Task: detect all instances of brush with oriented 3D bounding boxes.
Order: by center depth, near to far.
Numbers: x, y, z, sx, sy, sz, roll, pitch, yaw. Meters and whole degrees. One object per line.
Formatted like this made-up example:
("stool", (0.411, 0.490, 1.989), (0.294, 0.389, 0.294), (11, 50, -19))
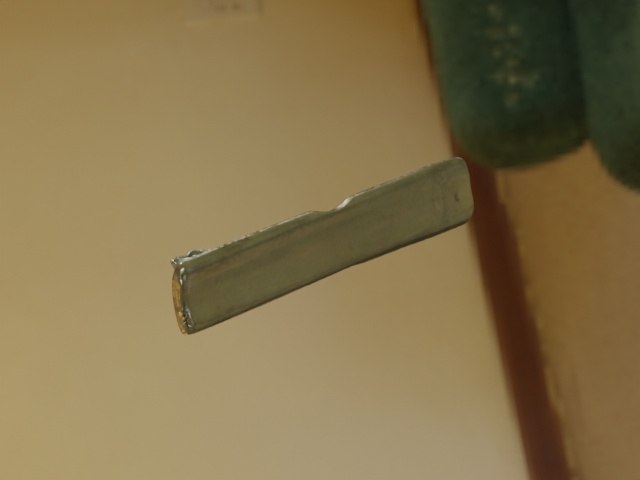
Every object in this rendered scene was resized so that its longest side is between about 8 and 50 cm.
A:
("brush", (0.000, 0.000, 0.873), (0.027, 0.190, 0.034), (4, 108, 44))
